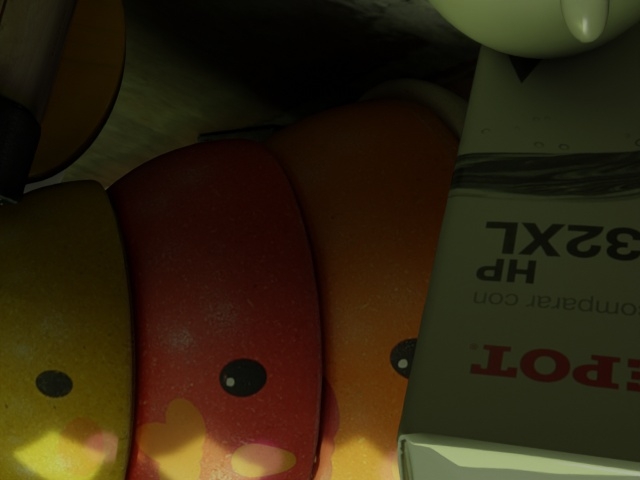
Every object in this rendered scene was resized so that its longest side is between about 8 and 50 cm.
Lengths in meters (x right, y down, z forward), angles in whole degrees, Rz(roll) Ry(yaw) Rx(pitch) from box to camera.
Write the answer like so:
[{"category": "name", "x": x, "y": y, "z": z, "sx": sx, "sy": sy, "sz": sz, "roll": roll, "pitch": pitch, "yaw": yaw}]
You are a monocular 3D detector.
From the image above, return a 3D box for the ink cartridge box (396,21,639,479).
[{"category": "ink cartridge box", "x": 0.171, "y": 0.004, "z": 0.445, "sx": 0.223, "sy": 0.307, "sz": 0.129, "roll": 5, "pitch": 138, "yaw": 15}]

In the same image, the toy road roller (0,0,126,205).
[{"category": "toy road roller", "x": -0.280, "y": -0.136, "z": 0.601, "sx": 0.330, "sy": 0.202, "sz": 0.240, "roll": 15, "pitch": 173, "yaw": -9}]

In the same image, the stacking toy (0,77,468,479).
[{"category": "stacking toy", "x": -0.123, "y": 0.074, "z": 0.652, "sx": 0.480, "sy": 0.350, "sz": 0.350, "roll": -4, "pitch": 169, "yaw": -21}]

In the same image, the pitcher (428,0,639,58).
[{"category": "pitcher", "x": 0.082, "y": -0.133, "z": 0.362, "sx": 0.126, "sy": 0.177, "sz": 0.207, "roll": -10, "pitch": 155, "yaw": 11}]

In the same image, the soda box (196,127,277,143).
[{"category": "soda box", "x": 0.000, "y": 0.000, "z": 0.964, "sx": 0.098, "sy": 0.091, "sz": 0.286, "roll": -1, "pitch": 157, "yaw": 40}]

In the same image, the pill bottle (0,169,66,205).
[{"category": "pill bottle", "x": -0.329, "y": -0.096, "z": 0.871, "sx": 0.209, "sy": 0.119, "sz": 0.119, "roll": 6, "pitch": 161, "yaw": 21}]
